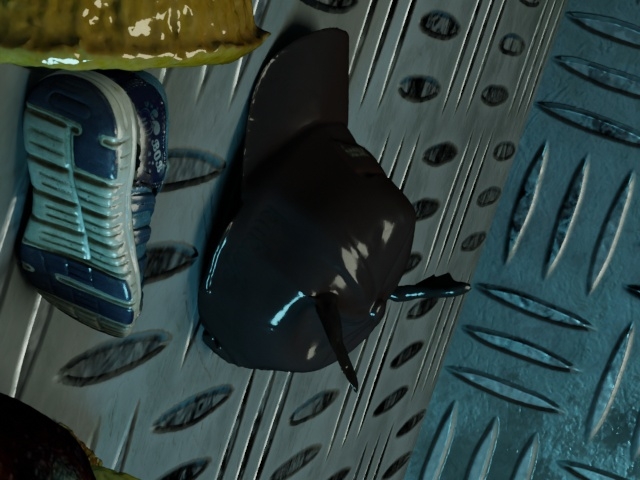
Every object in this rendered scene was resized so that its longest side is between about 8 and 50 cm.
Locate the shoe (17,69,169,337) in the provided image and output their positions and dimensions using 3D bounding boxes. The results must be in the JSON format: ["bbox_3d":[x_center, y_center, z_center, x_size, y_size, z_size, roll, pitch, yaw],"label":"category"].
[{"bbox_3d":[-0.137,-0.030,1.069,0.106,0.091,0.207,-41,146,-51],"label":"shoe"}]

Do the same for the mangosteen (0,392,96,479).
[{"bbox_3d":[-0.219,0.180,0.882,0.216,0.216,0.216,20,90,-76],"label":"mangosteen"}]

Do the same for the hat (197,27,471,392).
[{"bbox_3d":[0.028,-0.013,1.474,0.238,0.209,0.336,-11,119,-70],"label":"hat"}]

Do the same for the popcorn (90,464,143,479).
[{"bbox_3d":[-0.175,0.285,1.093,0.258,0.270,0.224,68,11,10],"label":"popcorn"}]

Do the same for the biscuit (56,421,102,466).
[{"bbox_3d":[-0.232,0.258,1.254,0.131,0.025,0.231,73,40,-68],"label":"biscuit"}]

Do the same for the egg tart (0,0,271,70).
[{"bbox_3d":[-0.119,-0.165,0.775,0.202,0.203,0.147,-31,130,-68],"label":"egg tart"}]
